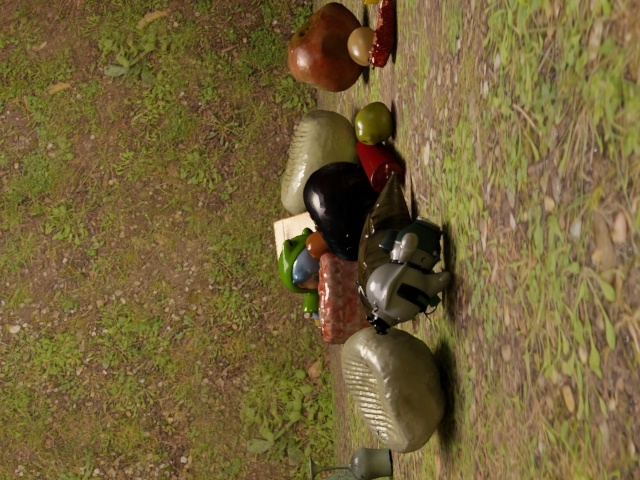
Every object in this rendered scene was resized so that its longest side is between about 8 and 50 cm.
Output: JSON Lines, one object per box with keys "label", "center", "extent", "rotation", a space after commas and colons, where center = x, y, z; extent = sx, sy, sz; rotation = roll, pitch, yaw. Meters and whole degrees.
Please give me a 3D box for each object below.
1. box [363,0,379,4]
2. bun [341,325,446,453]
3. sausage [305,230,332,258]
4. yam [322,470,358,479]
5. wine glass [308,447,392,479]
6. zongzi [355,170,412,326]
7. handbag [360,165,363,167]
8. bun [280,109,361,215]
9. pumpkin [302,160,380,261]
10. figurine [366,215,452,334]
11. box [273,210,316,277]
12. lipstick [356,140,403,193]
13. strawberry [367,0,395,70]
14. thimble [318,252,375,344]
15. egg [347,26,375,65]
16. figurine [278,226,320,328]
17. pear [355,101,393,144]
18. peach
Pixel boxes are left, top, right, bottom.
{"label": "box", "center": [0.120, -0.669, 1.688], "extent": [0.152, 0.044, 0.269], "rotation": [-151, 60, -86]}
{"label": "bun", "center": [0.132, 0.237, 1.287], "extent": [0.231, 0.133, 0.231], "rotation": [51, 153, 39]}
{"label": "sausage", "center": [0.056, -0.023, 1.945], "extent": [0.076, 0.198, 0.076], "rotation": [60, -179, -2]}
{"label": "yam", "center": [0.055, 0.848, 2.402], "extent": [0.271, 0.202, 0.202], "rotation": [82, -176, -58]}
{"label": "wine glass", "center": [0.072, 0.542, 1.868], "extent": [0.079, 0.196, 0.079], "rotation": [175, 90, -89]}
{"label": "zongzi", "center": [0.127, 0.023, 1.506], "extent": [0.221, 0.112, 0.242], "rotation": [92, -178, -52]}
{"label": "handbag", "center": [0.117, -0.141, 1.921], "extent": [0.139, 0.072, 0.115], "rotation": [-69, -17, -63]}
{"label": "bun", "center": [0.009, -0.221, 2.314], "extent": [0.361, 0.213, 0.360], "rotation": [-167, 90, -80]}
{"label": "pumpkin", "center": [0.059, -0.065, 1.763], "extent": [0.233, 0.163, 0.233], "rotation": [62, 174, 11]}
{"label": "figurine", "center": [0.132, 0.060, 1.204], "extent": [0.192, 0.126, 0.147], "rotation": [-60, -13, -8]}
{"label": "box", "center": [0.000, 0.000, 2.179], "extent": [0.076, 0.274, 0.174], "rotation": [10, -111, -52]}
{"label": "lipstick", "center": [0.125, -0.169, 1.677], "extent": [0.279, 0.073, 0.073], "rotation": [-100, 9, -70]}
{"label": "strawberry", "center": [0.133, -0.431, 1.627], "extent": [0.104, 0.048, 0.152], "rotation": [-85, 9, -61]}
{"label": "thimble", "center": [0.074, 0.138, 1.889], "extent": [0.239, 0.162, 0.239], "rotation": [179, 90, -86]}
{"label": "egg", "center": [0.102, -0.444, 1.787], "extent": [0.080, 0.080, 0.096], "rotation": [92, 178, -47]}
{"label": "figurine", "center": [-0.022, 0.102, 2.054], "extent": [0.143, 0.162, 0.263], "rotation": [-1, 113, 47]}
{"label": "pear", "center": [0.118, -0.253, 1.671], "extent": [0.092, 0.092, 0.096], "rotation": [152, 132, -86]}
{"label": "peach", "center": [0.021, -0.515, 2.070], "extent": [0.214, 0.214, 0.235], "rotation": [177, 111, -86]}
